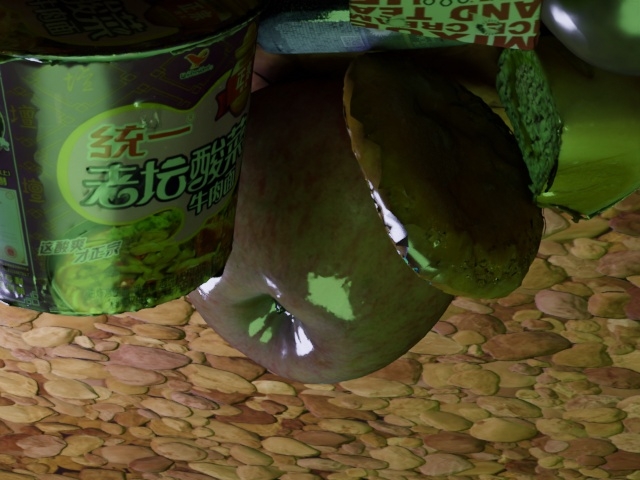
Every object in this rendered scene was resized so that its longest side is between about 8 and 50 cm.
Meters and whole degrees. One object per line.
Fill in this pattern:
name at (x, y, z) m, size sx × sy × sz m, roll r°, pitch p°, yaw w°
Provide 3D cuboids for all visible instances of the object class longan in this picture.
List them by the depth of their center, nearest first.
longan at (0.265, -0.231, 1.636) m, size 0.212 × 0.198 × 0.198 m, roll -16°, pitch 145°, yaw 39°

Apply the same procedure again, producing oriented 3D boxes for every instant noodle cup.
instant noodle cup at (-0.207, -0.107, 1.726) m, size 0.339 × 0.340 × 0.266 m, roll 4°, pitch 118°, yaw 5°

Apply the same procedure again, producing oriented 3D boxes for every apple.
apple at (0.000, 0.000, 2.056) m, size 0.344 × 0.269 × 0.345 m, roll 6°, pitch 154°, yaw 3°

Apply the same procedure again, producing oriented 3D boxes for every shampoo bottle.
shampoo bottle at (0.054, -0.210, 1.870) m, size 0.233 × 0.049 × 0.087 m, roll -1°, pitch 159°, yaw 15°

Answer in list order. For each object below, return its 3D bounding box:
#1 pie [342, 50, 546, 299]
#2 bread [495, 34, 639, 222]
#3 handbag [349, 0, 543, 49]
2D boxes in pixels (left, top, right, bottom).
pie at (0.118, -0.070, 1.894) m, size 0.273 × 0.273 × 0.069 m, roll 28°, pitch 135°, yaw -36°
bread at (0.262, -0.123, 1.905) m, size 0.156 × 0.158 × 0.261 m, roll -13°, pitch 160°, yaw -9°
handbag at (0.108, -0.274, 1.519) m, size 0.171 × 0.151 × 0.298 m, roll 4°, pitch 127°, yaw 6°
